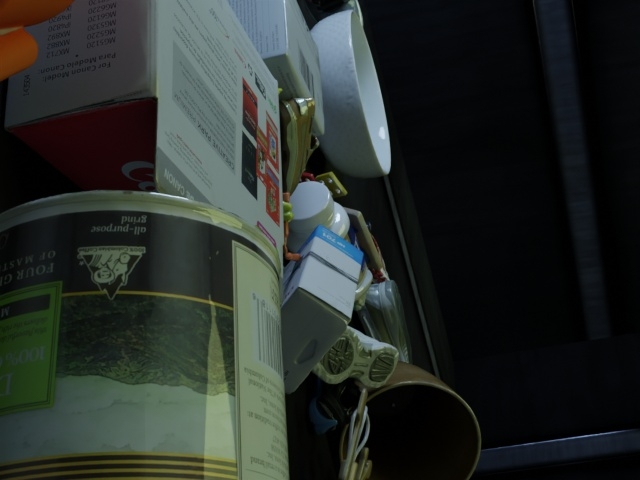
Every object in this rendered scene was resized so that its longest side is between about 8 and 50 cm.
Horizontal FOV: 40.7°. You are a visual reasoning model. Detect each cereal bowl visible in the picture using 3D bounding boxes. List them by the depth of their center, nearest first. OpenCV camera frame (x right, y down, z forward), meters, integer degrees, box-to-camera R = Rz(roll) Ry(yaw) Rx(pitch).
[{"bbox_3d":[0.038,-0.283,1.740,0.339,0.141,0.338,-11,90,-79],"label":"cereal bowl"}]

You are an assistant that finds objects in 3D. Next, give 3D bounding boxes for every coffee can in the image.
[{"bbox_3d":[-0.116,0.139,0.497,0.201,0.202,0.275,59,22,-58],"label":"coffee can"}]

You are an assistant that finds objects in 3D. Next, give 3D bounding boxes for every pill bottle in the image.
[{"bbox_3d":[0.000,0.000,1.376,0.186,0.112,0.112,66,17,-45],"label":"pill bottle"}]

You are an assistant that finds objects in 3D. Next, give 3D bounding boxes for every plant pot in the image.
[{"bbox_3d":[0.135,0.314,1.539,0.254,0.237,0.237,-116,-169,-76],"label":"plant pot"}]

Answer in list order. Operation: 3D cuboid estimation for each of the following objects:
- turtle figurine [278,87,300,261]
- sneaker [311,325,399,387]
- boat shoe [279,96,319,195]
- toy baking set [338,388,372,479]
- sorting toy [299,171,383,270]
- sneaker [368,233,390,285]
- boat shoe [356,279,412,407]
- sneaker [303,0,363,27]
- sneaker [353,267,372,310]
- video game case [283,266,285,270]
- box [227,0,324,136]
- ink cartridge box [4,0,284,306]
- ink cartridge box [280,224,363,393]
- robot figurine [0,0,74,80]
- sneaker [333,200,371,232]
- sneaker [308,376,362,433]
[{"bbox_3d":[-0.087,-0.095,1.121,0.269,0.087,0.217,-114,-163,-70],"label":"turtle figurine"},{"bbox_3d":[0.016,0.165,1.325,0.232,0.115,0.090,31,85,-50],"label":"sneaker"},{"bbox_3d":[-0.034,-0.127,1.213,0.068,0.072,0.190,58,-22,24],"label":"boat shoe"},{"bbox_3d":[0.039,0.354,1.280,0.196,0.030,0.256,-60,153,-55],"label":"toy baking set"},{"bbox_3d":[0.027,-0.007,1.511,0.046,0.132,0.274,-46,132,-27],"label":"sorting toy"},{"bbox_3d":[0.114,0.071,1.905,0.092,0.088,0.225,-85,164,-70],"label":"sneaker"},{"bbox_3d":[0.141,0.235,1.883,0.118,0.103,0.320,-77,157,-60],"label":"boat shoe"},{"bbox_3d":[-0.003,-0.536,1.765,0.295,0.124,0.178,60,14,-11],"label":"sneaker"},{"bbox_3d":[0.066,0.101,1.707,0.212,0.080,0.094,-62,151,-73],"label":"sneaker"},{"bbox_3d":[-0.045,0.105,1.306,0.166,0.015,0.119,49,32,-66],"label":"video game case"},{"bbox_3d":[-0.078,-0.256,1.228,0.181,0.119,0.181,61,21,-55],"label":"box"},{"bbox_3d":[-0.139,-0.098,0.778,0.309,0.130,0.271,54,29,-63],"label":"ink cartridge box"},{"bbox_3d":[-0.020,0.084,1.111,0.082,0.139,0.190,35,23,-7],"label":"ink cartridge box"},{"bbox_3d":[-0.216,-0.188,0.511,0.158,0.128,0.219,-63,-179,20],"label":"robot figurine"},{"bbox_3d":[0.046,-0.034,1.657,0.234,0.097,0.084,58,24,-60],"label":"sneaker"},{"bbox_3d":[0.031,0.245,1.380,0.188,0.078,0.067,-71,148,-68],"label":"sneaker"}]
